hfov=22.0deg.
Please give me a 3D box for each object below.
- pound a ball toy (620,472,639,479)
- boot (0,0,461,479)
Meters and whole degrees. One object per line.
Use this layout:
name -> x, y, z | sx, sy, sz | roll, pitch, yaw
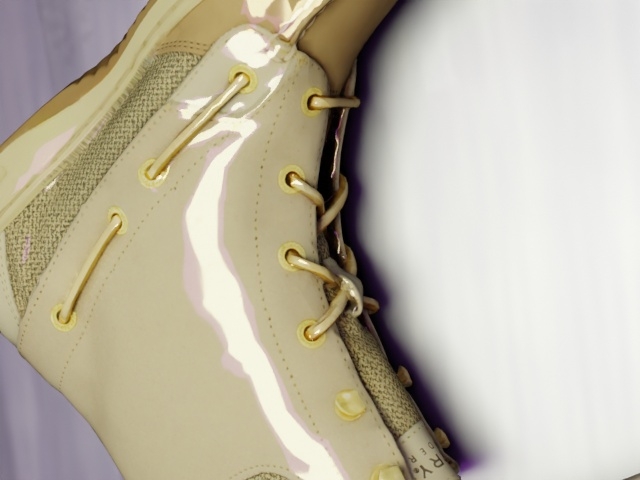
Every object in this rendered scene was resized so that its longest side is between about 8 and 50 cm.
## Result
pound a ball toy -> 0.116, 0.185, 0.535 | 0.319, 0.136, 0.208 | -24, 82, 19
boot -> 0.000, 0.000, 0.595 | 0.262, 0.095, 0.203 | -40, 77, 18
